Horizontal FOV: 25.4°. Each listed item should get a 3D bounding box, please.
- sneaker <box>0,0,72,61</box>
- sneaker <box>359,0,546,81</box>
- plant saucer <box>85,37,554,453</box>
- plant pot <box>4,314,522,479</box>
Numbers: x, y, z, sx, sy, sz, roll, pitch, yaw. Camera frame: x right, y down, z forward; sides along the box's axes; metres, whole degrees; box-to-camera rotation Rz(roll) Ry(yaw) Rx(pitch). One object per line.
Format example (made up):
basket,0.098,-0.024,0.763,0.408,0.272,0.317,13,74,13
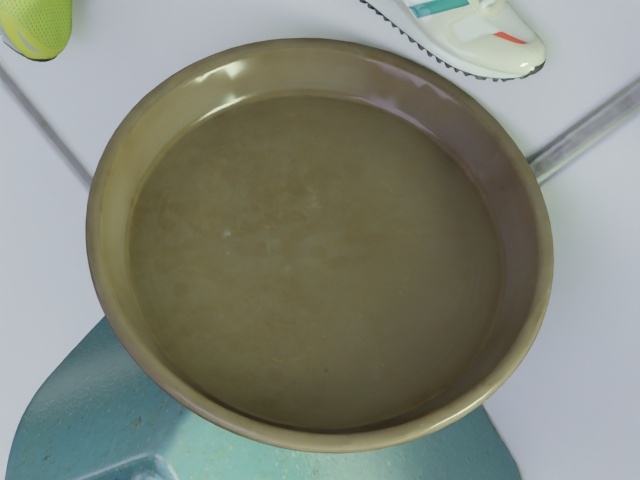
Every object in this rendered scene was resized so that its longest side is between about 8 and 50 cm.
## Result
sneaker,-0.174,-0.215,0.932,0.094,0.081,0.208,12,117,20
sneaker,0.072,-0.161,0.842,0.161,0.057,0.075,37,129,11
plant saucer,0.000,0.000,0.846,0.278,0.278,0.041,33,152,10
plant pot,-0.057,0.157,0.937,0.247,0.252,0.248,-24,100,33
